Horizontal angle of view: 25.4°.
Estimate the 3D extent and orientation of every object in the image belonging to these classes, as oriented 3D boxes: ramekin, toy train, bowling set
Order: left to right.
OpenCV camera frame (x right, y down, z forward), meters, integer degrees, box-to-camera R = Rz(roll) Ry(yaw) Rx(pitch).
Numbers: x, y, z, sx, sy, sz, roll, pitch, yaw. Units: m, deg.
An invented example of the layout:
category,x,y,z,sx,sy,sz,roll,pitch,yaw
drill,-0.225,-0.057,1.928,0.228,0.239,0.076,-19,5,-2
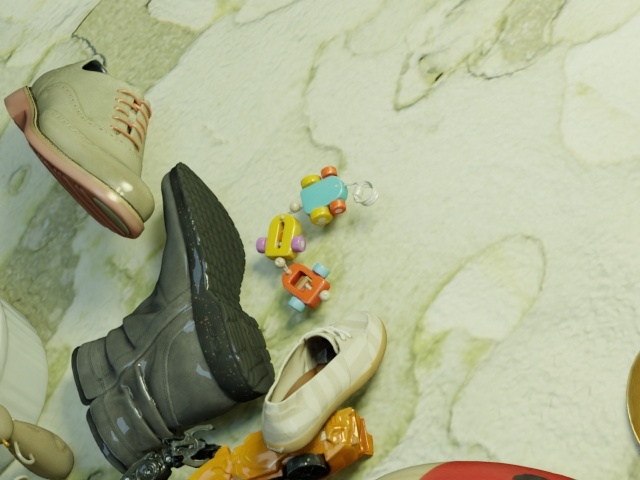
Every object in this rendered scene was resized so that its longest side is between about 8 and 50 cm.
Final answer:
category,x,y,z,sx,sy,sz,roll,pitch,yaw
ramekin,-0.459,0.169,1.693,0.277,0.135,0.277,-12,60,22
bowling set,-0.341,0.341,1.525,0.200,0.154,0.287,-38,53,4
toy train,0.000,0.000,1.607,0.125,0.046,0.166,28,82,34

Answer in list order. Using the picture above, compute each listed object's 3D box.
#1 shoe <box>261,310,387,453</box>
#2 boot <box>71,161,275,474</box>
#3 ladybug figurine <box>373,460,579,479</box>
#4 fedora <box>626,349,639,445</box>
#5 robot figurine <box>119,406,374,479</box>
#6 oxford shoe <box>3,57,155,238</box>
category,x,y,z,sx,sy,sz,roll,pitch,yaw
shoe,0.004,0.130,1.465,0.076,0.058,0.219,-1,31,32
boot,-0.195,0.081,1.624,0.223,0.118,0.338,-30,49,18
ladybug figurine,0.185,0.325,1.215,0.449,0.162,0.305,16,54,23
fedora,0.370,0.137,1.317,0.194,0.079,0.194,-13,58,21
robot figurine,-0.080,0.286,1.464,0.291,0.085,0.211,-20,56,16
oxford shoe,-0.270,-0.132,1.718,0.146,0.140,0.397,-39,38,-4
